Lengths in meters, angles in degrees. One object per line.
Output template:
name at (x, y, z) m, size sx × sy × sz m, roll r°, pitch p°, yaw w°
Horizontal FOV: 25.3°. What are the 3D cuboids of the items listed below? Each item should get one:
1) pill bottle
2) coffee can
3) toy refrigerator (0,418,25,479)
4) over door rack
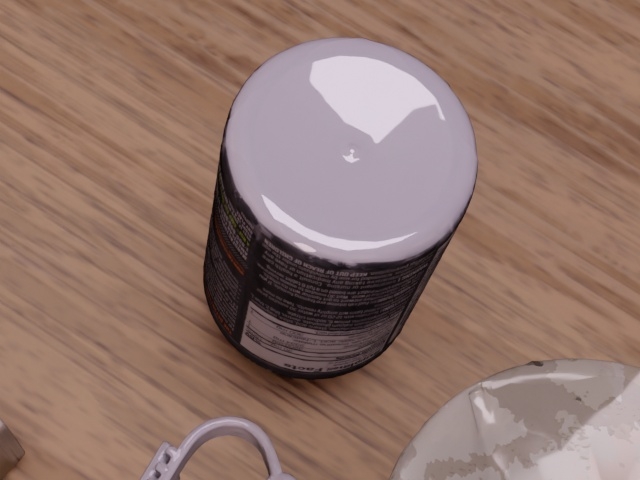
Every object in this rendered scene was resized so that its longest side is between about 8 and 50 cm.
pill bottle at (0.000, 0.000, 0.808) m, size 0.130 × 0.246 × 0.130 m, roll 3°, pitch 66°, yaw -7°
coffee can at (0.099, 0.199, 0.714) m, size 0.201 × 0.275 × 0.201 m, roll 3°, pitch 65°, yaw -7°
toy refrigerator at (-0.305, 0.063, 0.820) m, size 0.269 × 0.094 × 0.102 m, roll 40°, pitch 73°, yaw 11°
over door rack at (-0.118, 0.260, 0.675) m, size 0.108 × 0.239 × 0.324 m, roll 36°, pitch 65°, yaw 15°
